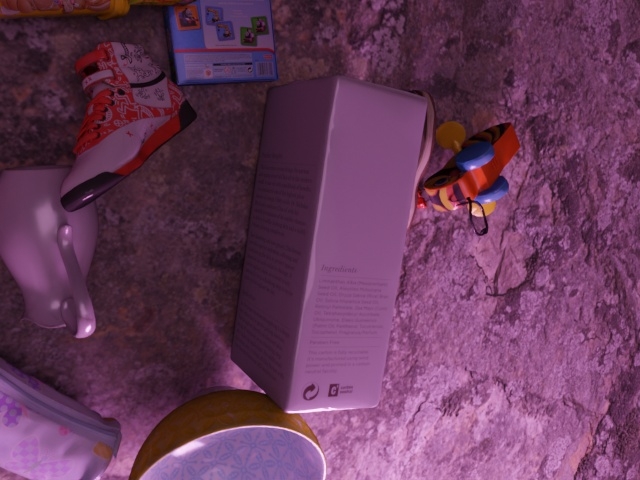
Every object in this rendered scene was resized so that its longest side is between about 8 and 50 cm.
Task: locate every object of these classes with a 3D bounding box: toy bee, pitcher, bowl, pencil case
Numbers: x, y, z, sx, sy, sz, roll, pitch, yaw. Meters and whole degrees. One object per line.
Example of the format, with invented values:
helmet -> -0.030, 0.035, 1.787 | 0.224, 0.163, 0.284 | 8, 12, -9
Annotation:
toy bee -> 0.250, -0.121, 1.045 | 0.298, 0.162, 0.196 | -25, 103, -49
pitcher -> -0.333, 0.012, 0.718 | 0.125, 0.177, 0.207 | -13, 106, -43
bowl -> -0.147, 0.317, 0.862 | 0.289, 0.156, 0.290 | -9, 126, -13
pencil case -> -0.401, 0.231, 0.753 | 0.124, 0.113, 0.273 | -41, 118, 8

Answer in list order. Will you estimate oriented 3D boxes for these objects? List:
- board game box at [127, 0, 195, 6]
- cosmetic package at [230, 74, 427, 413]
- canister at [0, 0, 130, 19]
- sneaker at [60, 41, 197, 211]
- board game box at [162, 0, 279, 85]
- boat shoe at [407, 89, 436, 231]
board game box -> -0.218, -0.400, 0.726 | 0.092, 0.043, 0.182 | -25, 108, -49
cosmetic package -> 0.000, 0.000, 0.867 | 0.161, 0.230, 0.454 | 5, 97, -29
canister -> -0.333, -0.334, 0.691 | 0.169, 0.073, 0.126 | -23, 110, -42
sneaker -> -0.273, -0.156, 0.717 | 0.145, 0.090, 0.270 | 54, 35, -20
board game box -> -0.150, -0.340, 0.836 | 0.160, 0.039, 0.212 | -10, 103, -26
boat shoe -> 0.131, -0.138, 0.992 | 0.095, 0.095, 0.258 | 7, 95, -23
